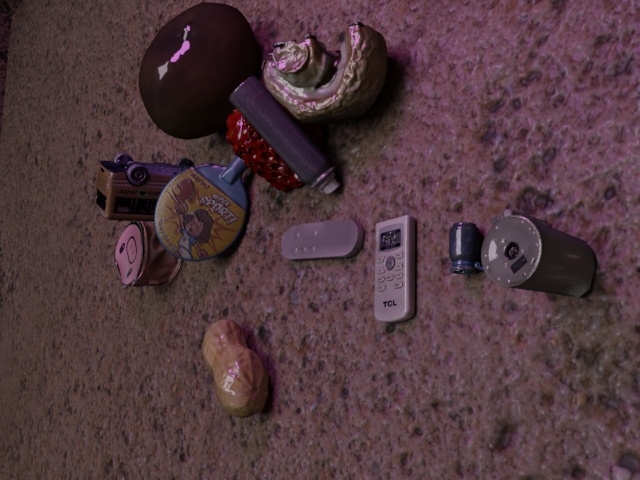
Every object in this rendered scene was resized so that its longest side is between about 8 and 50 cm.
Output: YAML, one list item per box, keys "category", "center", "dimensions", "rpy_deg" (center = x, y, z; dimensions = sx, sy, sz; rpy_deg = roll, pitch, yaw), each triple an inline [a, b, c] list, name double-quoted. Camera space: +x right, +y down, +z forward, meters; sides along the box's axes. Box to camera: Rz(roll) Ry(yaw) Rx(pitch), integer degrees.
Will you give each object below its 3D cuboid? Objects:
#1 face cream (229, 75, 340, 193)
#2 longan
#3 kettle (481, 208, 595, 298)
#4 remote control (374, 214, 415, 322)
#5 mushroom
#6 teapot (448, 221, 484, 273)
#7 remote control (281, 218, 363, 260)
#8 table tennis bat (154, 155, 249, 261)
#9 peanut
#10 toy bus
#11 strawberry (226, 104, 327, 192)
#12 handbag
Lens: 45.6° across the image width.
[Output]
- category: "face cream"
  center: [-0.067, -0.207, 1.544]
  dimensions: [0.283, 0.073, 0.073]
  rpy_deg: [48, 126, -2]
- category: "longan"
  center: [-0.299, -0.418, 1.870]
  dimensions: [0.288, 0.288, 0.350]
  rpy_deg: [27, 89, 51]
- category: "kettle"
  center: [0.302, 0.021, 1.074]
  dimensions: [0.127, 0.148, 0.098]
  rpy_deg: [30, 105, 50]
- category: "remote control"
  center: [0.133, 0.053, 1.368]
  dimensions: [0.087, 0.029, 0.190]
  rpy_deg: [-14, 68, 49]
- category: "mushroom"
  center: [0.017, -0.311, 1.512]
  dimensions: [0.267, 0.189, 0.164]
  rpy_deg: [-7, 86, 26]
- category: "teapot"
  center: [0.241, 0.014, 1.240]
  dimensions: [0.049, 0.064, 0.083]
  rpy_deg: [131, 142, -78]
- category: "remote control"
  center: [0.000, 0.000, 1.556]
  dimensions: [0.245, 0.022, 0.077]
  rpy_deg: [-5, 77, 51]
- category: "table tennis bat"
  center: [-0.257, -0.099, 1.806]
  dimensions: [0.215, 0.044, 0.329]
  rpy_deg: [40, 93, 4]
- category: "peanut"
  center: [-0.183, 0.263, 1.631]
  dimensions: [0.123, 0.124, 0.256]
  rpy_deg: [-56, 38, 23]
- category: "toy bus"
  center: [-0.402, -0.121, 1.888]
  dimensions: [0.139, 0.290, 0.157]
  rpy_deg: [32, 116, 52]
- category: "strawberry"
  center: [-0.108, -0.228, 1.644]
  dimensions: [0.234, 0.178, 0.234]
  rpy_deg: [-9, 78, 46]
- category: "handbag"
  center: [-0.464, 0.034, 2.046]
  dimensions: [0.179, 0.116, 0.205]
  rpy_deg: [-55, 44, 26]
